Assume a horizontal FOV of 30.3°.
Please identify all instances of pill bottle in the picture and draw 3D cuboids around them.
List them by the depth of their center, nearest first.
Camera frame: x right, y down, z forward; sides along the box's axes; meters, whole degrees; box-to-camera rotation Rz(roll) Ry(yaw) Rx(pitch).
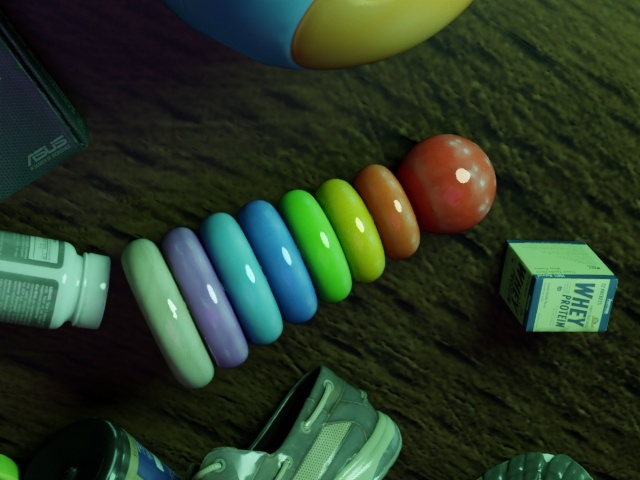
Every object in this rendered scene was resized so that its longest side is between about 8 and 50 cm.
[{"bbox_3d":[-0.254,0.034,1.013,0.137,0.078,0.078,11,112,-17],"label":"pill bottle"},{"bbox_3d":[-0.171,0.271,1.113,0.123,0.123,0.219,-36,127,6],"label":"pill bottle"}]

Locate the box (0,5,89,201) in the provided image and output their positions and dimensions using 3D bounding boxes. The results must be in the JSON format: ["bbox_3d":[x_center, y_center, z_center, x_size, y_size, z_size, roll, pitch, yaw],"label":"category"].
[{"bbox_3d":[-0.332,-0.095,0.943,0.232,0.059,0.183,-31,116,3],"label":"box"}]

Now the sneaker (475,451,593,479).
[{"bbox_3d":[0.128,0.390,1.244,0.410,0.158,0.182,-28,135,7],"label":"sneaker"}]

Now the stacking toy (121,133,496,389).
[{"bbox_3d":[0.000,0.000,1.036,0.330,0.141,0.141,-26,118,-7],"label":"stacking toy"}]

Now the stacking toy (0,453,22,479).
[{"bbox_3d":[-0.432,0.193,1.065,0.309,0.130,0.279,-27,144,5],"label":"stacking toy"}]

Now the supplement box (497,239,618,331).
[{"bbox_3d":[0.222,0.042,1.116,0.083,0.083,0.056,1,115,-13],"label":"supplement box"}]

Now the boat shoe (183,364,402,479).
[{"bbox_3d":[-0.073,0.246,1.064,0.130,0.355,0.132,51,139,-3],"label":"boat shoe"}]

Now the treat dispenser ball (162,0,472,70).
[{"bbox_3d":[-0.001,-0.260,0.807,0.288,0.288,0.288,-5,116,-10],"label":"treat dispenser ball"}]
